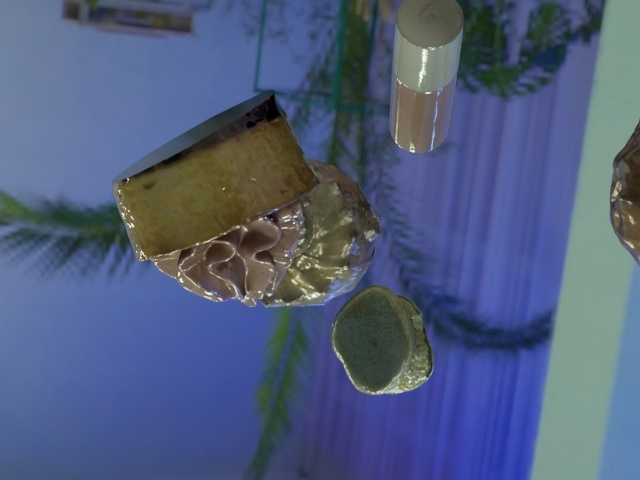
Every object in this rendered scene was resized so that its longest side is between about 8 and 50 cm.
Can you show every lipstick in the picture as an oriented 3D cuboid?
[{"bbox_3d":[0.111,-0.176,1.473,0.070,0.070,0.254,8,160,4],"label":"lipstick"}]

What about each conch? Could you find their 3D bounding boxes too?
[{"bbox_3d":[0.005,0.005,2.275,0.324,0.263,0.186,8,-159,-42],"label":"conch"}]

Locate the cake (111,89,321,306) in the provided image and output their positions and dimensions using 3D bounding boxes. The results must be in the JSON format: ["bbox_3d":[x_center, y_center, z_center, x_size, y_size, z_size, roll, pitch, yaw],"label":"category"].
[{"bbox_3d":[-0.083,-0.027,1.328,0.208,0.178,0.185,-37,-168,-22],"label":"cake"}]

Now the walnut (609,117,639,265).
[{"bbox_3d":[0.441,-0.071,1.499,0.273,0.227,0.273,-13,-166,3],"label":"walnut"}]

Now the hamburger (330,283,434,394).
[{"bbox_3d":[0.079,0.130,1.739,0.062,0.133,0.140,7,-129,-48],"label":"hamburger"}]
